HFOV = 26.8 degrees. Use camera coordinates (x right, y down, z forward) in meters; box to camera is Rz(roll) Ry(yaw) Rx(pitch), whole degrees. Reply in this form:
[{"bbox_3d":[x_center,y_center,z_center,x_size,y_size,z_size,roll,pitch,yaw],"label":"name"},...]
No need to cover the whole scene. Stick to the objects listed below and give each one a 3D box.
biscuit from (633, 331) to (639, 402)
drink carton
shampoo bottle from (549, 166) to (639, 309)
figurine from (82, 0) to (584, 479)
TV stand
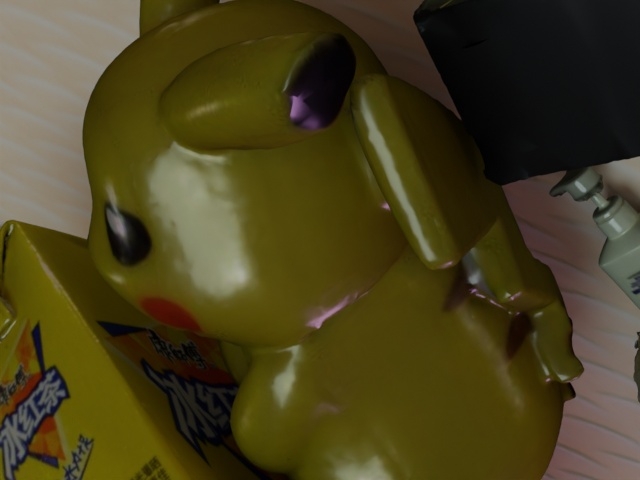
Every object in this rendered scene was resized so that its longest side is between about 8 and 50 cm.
[{"bbox_3d":[0.213,0.056,0.587,0.152,0.020,0.152,3,104,10],"label":"biscuit"},{"bbox_3d":[-0.053,0.152,0.654,0.111,0.154,0.351,-47,59,14],"label":"drink carton"},{"bbox_3d":[0.163,0.018,0.619,0.141,0.034,0.049,45,138,-9],"label":"shampoo bottle"},{"bbox_3d":[0.004,0.006,0.593,0.169,0.218,0.327,-36,118,5],"label":"figurine"},{"bbox_3d":[0.173,-0.096,0.483,0.269,0.083,0.088,-11,121,38],"label":"TV stand"}]
